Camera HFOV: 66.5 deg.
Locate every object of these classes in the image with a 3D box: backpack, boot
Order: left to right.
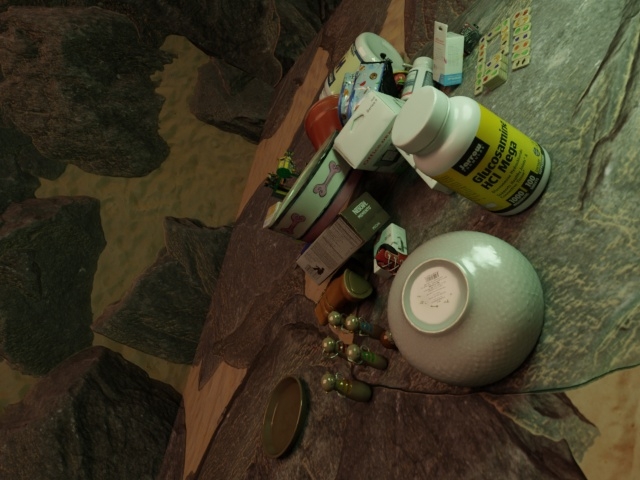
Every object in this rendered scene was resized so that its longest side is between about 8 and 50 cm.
[{"bbox_3d":[0.055,0.185,1.566,0.220,0.109,0.283,-53,14,14],"label":"boot"},{"bbox_3d":[0.175,-0.461,1.707,0.213,0.276,0.264,-2,64,26],"label":"backpack"},{"bbox_3d":[0.227,0.096,1.240,0.088,0.176,0.244,-57,26,16],"label":"boot"}]

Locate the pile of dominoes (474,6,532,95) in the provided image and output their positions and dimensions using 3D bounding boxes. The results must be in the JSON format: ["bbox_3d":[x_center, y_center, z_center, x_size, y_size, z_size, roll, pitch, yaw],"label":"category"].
[{"bbox_3d":[0.517,-0.555,1.412,0.196,0.040,0.251,-29,43,55],"label":"pile of dominoes"}]

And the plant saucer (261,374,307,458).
[{"bbox_3d":[-0.123,0.605,1.680,0.278,0.041,0.278,-47,28,36],"label":"plant saucer"}]

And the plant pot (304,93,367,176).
[{"bbox_3d":[0.087,-0.389,1.936,0.272,0.272,0.265,-49,37,35],"label":"plant pot"}]

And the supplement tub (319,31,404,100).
[{"bbox_3d":[0.164,-0.660,2.025,0.325,0.235,0.236,-44,32,41],"label":"supplement tub"}]

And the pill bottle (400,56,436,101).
[{"bbox_3d":[0.342,-0.532,1.681,0.108,0.108,0.180,-17,53,61],"label":"pill bottle"}]

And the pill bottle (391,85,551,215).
[{"bbox_3d":[0.332,-0.200,1.093,0.188,0.333,0.188,-47,29,38],"label":"pill bottle"}]

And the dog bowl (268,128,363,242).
[{"bbox_3d":[-0.006,-0.169,1.670,0.408,0.150,0.408,-53,9,12],"label":"dog bowl"}]

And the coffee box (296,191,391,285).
[{"bbox_3d":[0.070,-0.002,1.580,0.168,0.119,0.297,-40,-5,-45],"label":"coffee box"}]

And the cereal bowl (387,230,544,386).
[{"bbox_3d":[0.274,0.131,1.028,0.339,0.141,0.339,-21,59,40],"label":"cereal bowl"}]

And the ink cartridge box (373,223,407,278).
[{"bbox_3d":[0.211,0.033,1.485,0.099,0.056,0.135,-44,31,42],"label":"ink cartridge box"}]

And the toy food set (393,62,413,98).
[{"bbox_3d":[0.290,-0.568,1.825,0.218,0.128,0.071,-21,65,55],"label":"toy food set"}]

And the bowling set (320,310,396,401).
[{"bbox_3d":[0.105,0.277,1.355,0.200,0.154,0.287,-50,28,34],"label":"bowling set"}]

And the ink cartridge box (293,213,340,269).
[{"bbox_3d":[0.000,0.000,1.810,0.045,0.224,0.223,43,115,18],"label":"ink cartridge box"}]

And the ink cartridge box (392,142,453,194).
[{"bbox_3d":[0.329,-0.261,1.374,0.160,0.092,0.219,-54,48,28],"label":"ink cartridge box"}]

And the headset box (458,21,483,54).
[{"bbox_3d":[0.475,-0.652,1.566,0.083,0.062,0.032,-57,25,19],"label":"headset box"}]

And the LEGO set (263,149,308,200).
[{"bbox_3d":[-0.063,-0.276,2.094,0.255,0.331,0.192,110,170,-52],"label":"LEGO set"}]

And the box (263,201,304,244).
[{"bbox_3d":[-0.132,-0.074,2.143,0.114,0.203,0.103,-22,49,59],"label":"box"}]

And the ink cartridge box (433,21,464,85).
[{"bbox_3d":[0.404,-0.596,1.547,0.104,0.061,0.181,-110,11,-58],"label":"ink cartridge box"}]

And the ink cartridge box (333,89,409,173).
[{"bbox_3d":[0.209,-0.326,1.526,0.121,0.289,0.211,51,122,24],"label":"ink cartridge box"}]
